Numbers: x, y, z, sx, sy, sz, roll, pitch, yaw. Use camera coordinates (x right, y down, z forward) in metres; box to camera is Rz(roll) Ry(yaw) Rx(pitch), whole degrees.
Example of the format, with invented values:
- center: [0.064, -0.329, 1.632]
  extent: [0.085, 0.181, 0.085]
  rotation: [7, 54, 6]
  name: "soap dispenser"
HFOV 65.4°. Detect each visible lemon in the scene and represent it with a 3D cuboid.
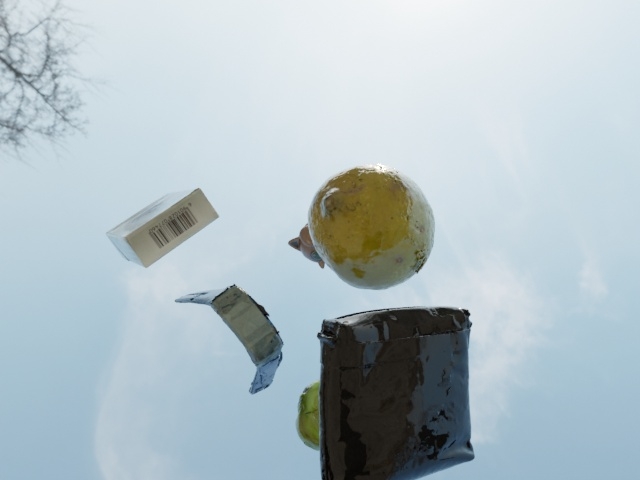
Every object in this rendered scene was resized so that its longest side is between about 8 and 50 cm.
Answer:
- center: [0.103, -0.028, 1.025]
  extent: [0.258, 0.310, 0.257]
  rotation: [-12, -115, 27]
  name: "lemon"

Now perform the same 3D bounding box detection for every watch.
- center: [-0.181, 0.154, 0.957]
  extent: [0.068, 0.274, 0.276]
  rotation: [-38, -105, -26]
  name: "watch"

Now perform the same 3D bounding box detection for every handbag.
- center: [0.111, 0.201, 0.655]
  extent: [0.080, 0.247, 0.222]
  rotation: [0, -90, 57]
  name: "handbag"

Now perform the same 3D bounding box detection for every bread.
- center: [0.009, 0.345, 0.981]
  extent: [0.130, 0.071, 0.139]
  rotation: [1, -125, -24]
  name: "bread"

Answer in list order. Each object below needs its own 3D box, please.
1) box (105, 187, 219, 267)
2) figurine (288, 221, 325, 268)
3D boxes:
- center: [-0.104, -0.009, 0.319]
  extent: [0.054, 0.024, 0.083]
  rotation: [-41, -159, -22]
  name: "box"
- center: [0.000, 0.000, 1.300]
  extent: [0.125, 0.138, 0.125]
  rotation: [-49, -164, 20]
  name: "figurine"
